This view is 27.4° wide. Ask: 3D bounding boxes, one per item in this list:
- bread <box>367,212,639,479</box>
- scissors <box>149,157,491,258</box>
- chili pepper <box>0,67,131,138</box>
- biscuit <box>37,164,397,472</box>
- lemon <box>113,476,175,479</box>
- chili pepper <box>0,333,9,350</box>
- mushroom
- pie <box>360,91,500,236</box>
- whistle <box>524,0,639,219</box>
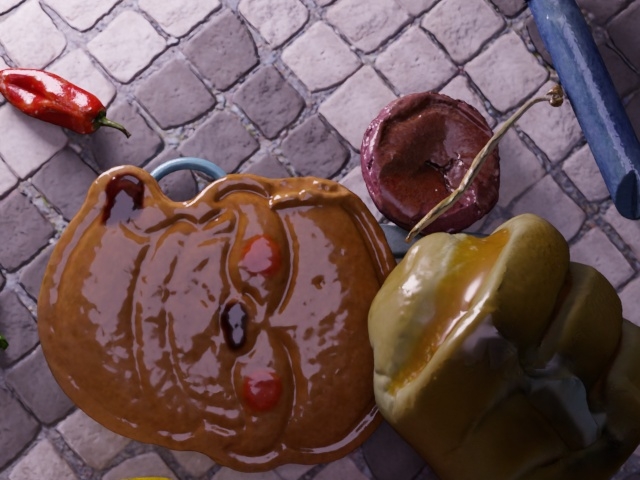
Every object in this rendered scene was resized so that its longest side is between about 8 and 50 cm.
[{"bbox_3d":[0.219,0.137,1.466,0.300,0.210,0.341,-40,101,-13],"label":"bread"},{"bbox_3d":[0.000,0.000,1.585,0.447,0.029,0.193,1,84,-5],"label":"scissors"},{"bbox_3d":[-0.315,-0.167,1.574,0.191,0.050,0.059,22,99,7],"label":"chili pepper"},{"bbox_3d":[-0.098,0.094,1.527,0.455,0.078,0.350,2,94,-8],"label":"biscuit"},{"bbox_3d":[-0.188,0.405,1.375,0.336,0.336,0.336,0,84,-3],"label":"lemon"},{"bbox_3d":[-0.393,0.087,1.552,0.034,0.030,0.091,-8,86,-29],"label":"chili pepper"},{"bbox_3d":[0.194,-0.095,1.566,0.286,0.028,0.026,-42,132,-17],"label":"mushroom"},{"bbox_3d":[0.134,-0.092,1.587,0.182,0.049,0.182,3,77,-12],"label":"pie"},{"bbox_3d":[0.337,-0.168,1.608,0.062,0.062,0.304,-23,86,-6],"label":"whistle"}]
